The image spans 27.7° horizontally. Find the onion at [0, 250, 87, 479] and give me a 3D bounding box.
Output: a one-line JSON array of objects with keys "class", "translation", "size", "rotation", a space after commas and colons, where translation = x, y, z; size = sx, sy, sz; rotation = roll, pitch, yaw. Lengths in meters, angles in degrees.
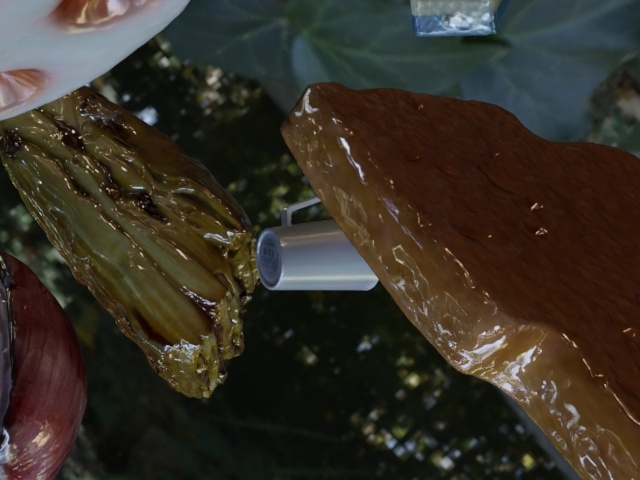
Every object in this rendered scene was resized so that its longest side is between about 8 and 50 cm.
[{"class": "onion", "translation": [-0.277, 0.102, 1.118], "size": [0.227, 0.120, 0.283], "rotation": [-41, 52, 37]}]

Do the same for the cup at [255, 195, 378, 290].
[{"class": "cup", "translation": [0.000, 0.000, 1.286], "size": [0.074, 0.116, 0.104], "rotation": [7, 98, 62]}]

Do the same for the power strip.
[{"class": "power strip", "translation": [0.098, -0.168, 0.858], "size": [0.056, 0.123, 0.032], "rotation": [1, 119, 18]}]

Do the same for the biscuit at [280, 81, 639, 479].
[{"class": "biscuit", "translation": [0.119, 0.031, 0.482], "size": [0.306, 0.284, 0.043], "rotation": [29, 119, -7]}]

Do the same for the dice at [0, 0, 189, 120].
[{"class": "dice", "translation": [-0.210, -0.206, 0.662], "size": [0.259, 0.251, 0.243], "rotation": [-25, 80, 38]}]

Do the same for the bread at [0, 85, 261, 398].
[{"class": "bread", "translation": [-0.176, -0.012, 1.317], "size": [0.324, 0.167, 0.277], "rotation": [50, 167, 12]}]
